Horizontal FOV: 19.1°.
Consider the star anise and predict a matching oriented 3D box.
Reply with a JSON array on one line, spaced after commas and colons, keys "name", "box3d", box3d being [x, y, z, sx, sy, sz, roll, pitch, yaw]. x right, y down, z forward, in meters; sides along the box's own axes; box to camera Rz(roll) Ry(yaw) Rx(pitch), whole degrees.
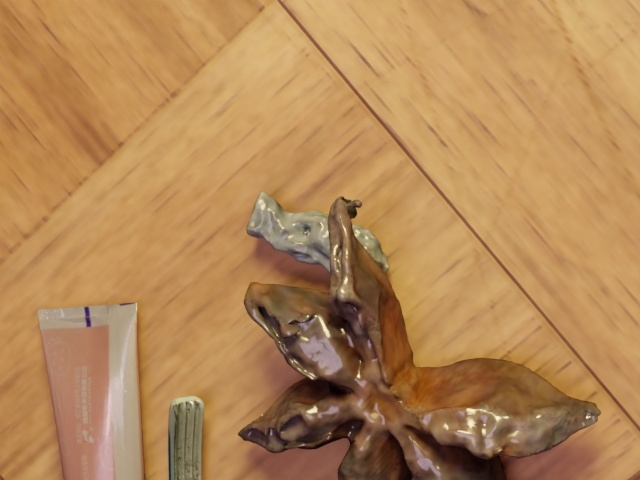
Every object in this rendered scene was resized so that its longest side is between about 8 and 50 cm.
[{"name": "star anise", "box3d": [0.035, 0.097, 1.047, 0.208, 0.063, 0.172, 41, 121, 0]}]

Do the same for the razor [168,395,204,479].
[{"name": "razor", "box3d": [-0.076, 0.185, 1.120, 0.068, 0.037, 0.191, -6, 95, -23]}]

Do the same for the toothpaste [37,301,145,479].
[{"name": "toothpaste", "box3d": [-0.130, 0.135, 1.131, 0.067, 0.043, 0.194, -5, 92, 22]}]

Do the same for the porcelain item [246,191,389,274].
[{"name": "porcelain item", "box3d": [0.000, 0.000, 1.068, 0.083, 0.028, 0.036, 25, 123, 12]}]
